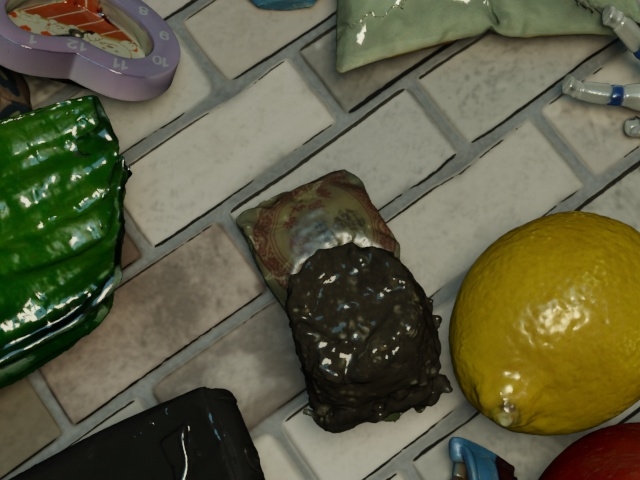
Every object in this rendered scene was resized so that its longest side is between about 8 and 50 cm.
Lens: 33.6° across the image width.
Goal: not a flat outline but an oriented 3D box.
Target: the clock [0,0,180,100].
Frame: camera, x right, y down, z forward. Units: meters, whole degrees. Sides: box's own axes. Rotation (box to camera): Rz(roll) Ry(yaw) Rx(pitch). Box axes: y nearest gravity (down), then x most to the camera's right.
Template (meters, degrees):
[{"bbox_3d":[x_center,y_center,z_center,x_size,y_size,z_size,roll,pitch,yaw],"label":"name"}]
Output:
[{"bbox_3d":[-0.241,-0.202,1.046,0.198,0.064,0.172,14,39,-19],"label":"clock"}]

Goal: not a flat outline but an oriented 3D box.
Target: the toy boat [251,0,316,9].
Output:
[{"bbox_3d":[-0.049,-0.304,1.107,0.105,0.034,0.149,-21,75,-5],"label":"toy boat"}]

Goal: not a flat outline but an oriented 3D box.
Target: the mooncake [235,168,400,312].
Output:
[{"bbox_3d":[0.000,0.000,1.002,0.130,0.073,0.125,-28,73,-7],"label":"mooncake"}]

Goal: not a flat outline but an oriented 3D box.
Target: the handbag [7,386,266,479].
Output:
[{"bbox_3d":[-0.155,0.275,0.898,0.275,0.088,0.244,-29,66,13],"label":"handbag"}]

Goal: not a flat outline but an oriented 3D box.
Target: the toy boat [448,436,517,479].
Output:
[{"bbox_3d":[0.109,0.280,0.906,0.097,0.100,0.223,12,72,-6],"label":"toy boat"}]

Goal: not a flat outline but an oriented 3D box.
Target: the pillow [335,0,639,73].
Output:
[{"bbox_3d":[0.147,-0.326,1.060,0.312,0.119,0.310,-6,79,-1],"label":"pillow"}]

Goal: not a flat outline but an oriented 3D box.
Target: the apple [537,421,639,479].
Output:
[{"bbox_3d":[0.277,0.271,0.821,0.260,0.260,0.216,18,100,7],"label":"apple"}]

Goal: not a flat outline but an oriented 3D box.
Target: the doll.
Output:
[{"bbox_3d":[0.353,-0.140,1.022,0.227,0.057,0.114,21,116,-6],"label":"doll"}]

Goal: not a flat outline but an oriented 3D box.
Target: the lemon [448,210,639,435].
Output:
[{"bbox_3d":[0.206,0.071,0.910,0.187,0.187,0.244,43,59,13],"label":"lemon"}]

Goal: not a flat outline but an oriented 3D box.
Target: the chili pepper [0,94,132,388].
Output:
[{"bbox_3d":[-0.310,0.034,0.966,0.213,0.167,0.385,47,69,-2],"label":"chili pepper"}]

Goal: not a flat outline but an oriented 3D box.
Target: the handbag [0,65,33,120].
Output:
[{"bbox_3d":[-0.417,-0.145,0.976,0.193,0.251,0.190,-37,75,10],"label":"handbag"}]

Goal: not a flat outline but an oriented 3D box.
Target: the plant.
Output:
[{"bbox_3d":[0.038,0.093,0.914,0.142,0.203,0.131,-21,66,6],"label":"plant"}]
